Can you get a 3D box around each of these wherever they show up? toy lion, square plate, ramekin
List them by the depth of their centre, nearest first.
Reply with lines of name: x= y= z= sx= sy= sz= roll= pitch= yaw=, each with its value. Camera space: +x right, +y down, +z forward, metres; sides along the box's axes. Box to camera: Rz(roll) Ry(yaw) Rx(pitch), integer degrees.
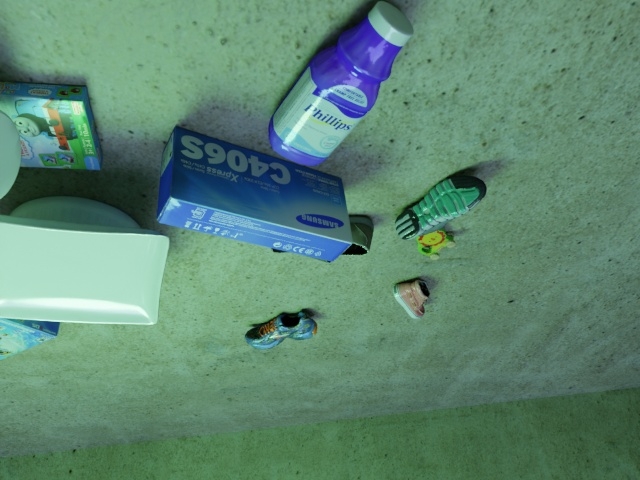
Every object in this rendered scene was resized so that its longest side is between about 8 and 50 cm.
square plate: x=-0.473 y=0.059 z=0.971 sx=0.347 sy=0.049 sz=0.344 roll=6 pitch=143 yaw=-18
ramekin: x=-0.518 y=0.037 z=1.088 sx=0.273 sy=0.127 sz=0.273 roll=-4 pitch=147 yaw=-3
toy lion: x=0.272 y=0.001 z=1.267 sx=0.096 sy=0.034 sz=0.100 roll=18 pitch=140 yaw=-21

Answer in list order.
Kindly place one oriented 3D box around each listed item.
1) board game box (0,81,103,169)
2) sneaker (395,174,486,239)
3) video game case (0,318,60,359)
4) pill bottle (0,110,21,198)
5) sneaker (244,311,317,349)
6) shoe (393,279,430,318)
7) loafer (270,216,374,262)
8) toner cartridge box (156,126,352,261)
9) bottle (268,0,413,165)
board game box: x=-0.480 y=-0.184 z=0.843 sx=0.212 sy=0.039 sz=0.160 roll=2 pitch=146 yaw=-11
sneaker: x=0.270 y=-0.072 z=1.133 sx=0.224 sy=0.083 sz=0.098 roll=-30 pitch=161 yaw=38
video game case: x=-0.886 y=0.226 z=1.368 sx=0.244 sy=0.061 sz=0.269 roll=-21 pitch=144 yaw=22
pill bottle: x=-0.591 y=-0.143 z=0.716 sx=0.283 sy=0.161 sz=0.161 roll=11 pitch=146 yaw=1
sneaker: x=-0.124 y=0.258 z=1.552 sx=0.221 sy=0.083 sz=0.087 roll=-16 pitch=132 yaw=5
shoe: x=0.281 y=0.170 z=1.487 sx=0.081 sy=0.063 sz=0.178 roll=-19 pitch=141 yaw=26
loafer: x=0.000 y=0.000 z=1.160 sx=0.251 sy=0.087 sz=0.094 roll=-5 pitch=147 yaw=-3
toner cartridge box: x=-0.113 y=-0.078 z=0.955 sx=0.348 sy=0.165 sz=0.075 roll=13 pitch=142 yaw=-28
bottle: x=0.028 y=-0.235 z=0.807 sx=0.118 sy=0.092 sz=0.283 roll=17 pitch=140 yaw=-30
